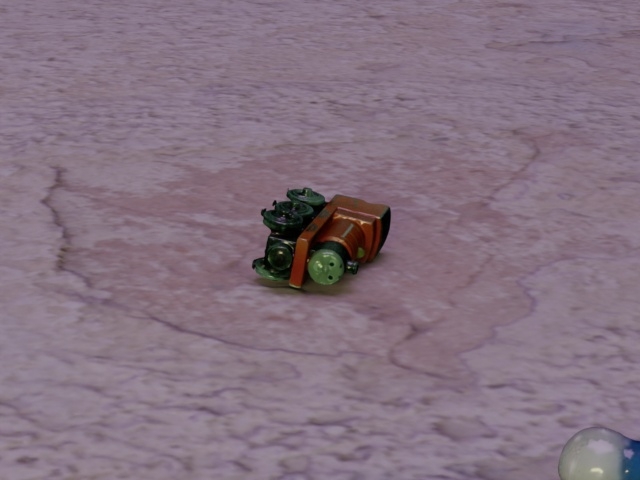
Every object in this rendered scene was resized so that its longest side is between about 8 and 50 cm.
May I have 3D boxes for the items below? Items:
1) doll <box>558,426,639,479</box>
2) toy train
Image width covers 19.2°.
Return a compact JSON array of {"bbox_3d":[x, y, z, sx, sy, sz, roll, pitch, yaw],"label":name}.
[{"bbox_3d":[0.200,0.090,0.706,0.215,0.161,0.257,-11,0,5],"label":"doll"},{"bbox_3d":[0.000,0.000,1.117,0.064,0.044,0.103,16,20,10],"label":"toy train"}]
